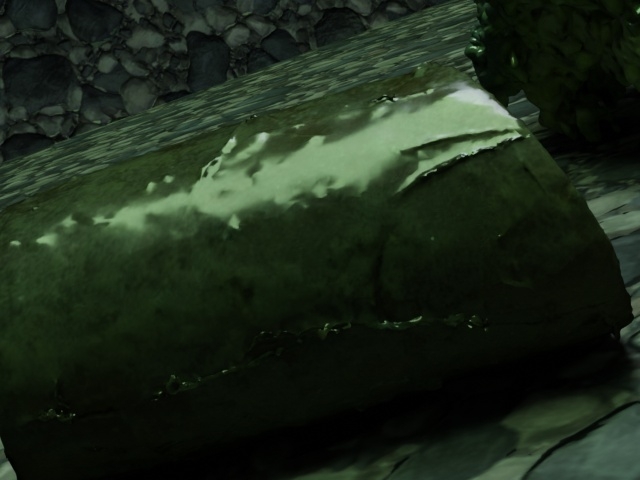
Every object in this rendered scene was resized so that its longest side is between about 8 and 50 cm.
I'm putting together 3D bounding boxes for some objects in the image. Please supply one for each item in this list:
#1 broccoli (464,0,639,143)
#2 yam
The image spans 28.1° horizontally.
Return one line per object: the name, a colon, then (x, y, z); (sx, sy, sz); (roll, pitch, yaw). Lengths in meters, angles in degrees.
broccoli: (0.252, -0.222, 1.019); (0.317, 0.338, 0.277); (24, 69, 40)
yam: (-0.016, 0.017, 0.642); (0.304, 0.168, 0.168); (-18, 13, 7)
